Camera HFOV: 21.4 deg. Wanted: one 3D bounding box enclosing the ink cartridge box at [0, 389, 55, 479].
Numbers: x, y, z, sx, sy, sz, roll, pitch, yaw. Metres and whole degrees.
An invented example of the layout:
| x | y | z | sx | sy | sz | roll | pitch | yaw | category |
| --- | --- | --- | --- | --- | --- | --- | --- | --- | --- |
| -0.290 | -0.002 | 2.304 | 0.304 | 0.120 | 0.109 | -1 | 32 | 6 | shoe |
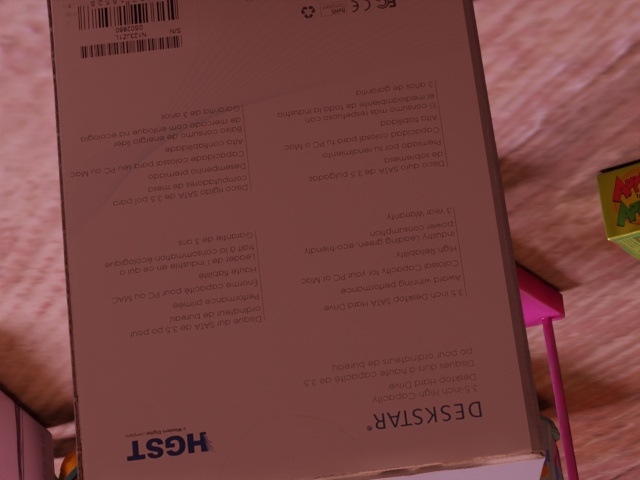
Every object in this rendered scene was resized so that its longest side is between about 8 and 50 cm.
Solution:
| x | y | z | sx | sy | sz | roll | pitch | yaw | category |
| --- | --- | --- | --- | --- | --- | --- | --- | --- | --- |
| -0.329 | 0.184 | 1.298 | 0.198 | 0.115 | 0.273 | -8 | 161 | 3 | ink cartridge box |

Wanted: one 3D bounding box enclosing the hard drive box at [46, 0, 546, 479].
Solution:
| x | y | z | sx | sy | sz | roll | pitch | yaw | category |
| --- | --- | --- | --- | --- | --- | --- | --- | --- | --- |
| -0.013 | -0.001 | 0.713 | 0.181 | 0.232 | 0.089 | -7 | 160 | 2 | hard drive box |

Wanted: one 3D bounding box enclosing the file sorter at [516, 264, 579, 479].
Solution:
| x | y | z | sx | sy | sz | roll | pitch | yaw | category |
| --- | --- | --- | --- | --- | --- | --- | --- | --- | --- |
| 0.012 | 0.133 | 1.170 | 0.290 | 0.182 | 0.202 | -16 | 158 | 24 | file sorter |

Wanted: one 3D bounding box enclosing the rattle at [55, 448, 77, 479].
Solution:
| x | y | z | sx | sy | sz | roll | pitch | yaw | category |
| --- | --- | --- | --- | --- | --- | --- | --- | --- | --- |
| -0.293 | 0.207 | 1.453 | 0.199 | 0.130 | 0.143 | 23 | 145 | -3 | rattle |

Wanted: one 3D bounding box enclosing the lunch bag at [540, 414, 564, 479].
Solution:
| x | y | z | sx | sy | sz | roll | pitch | yaw | category |
| --- | --- | --- | --- | --- | --- | --- | --- | --- | --- |
| 0.073 | 0.203 | 1.500 | 0.224 | 0.108 | 0.279 | -14 | 158 | 31 | lunch bag |

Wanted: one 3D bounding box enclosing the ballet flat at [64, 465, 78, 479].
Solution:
| x | y | z | sx | sy | sz | roll | pitch | yaw | category |
| --- | --- | --- | --- | --- | --- | --- | --- | --- | --- |
| -0.099 | 0.255 | 1.508 | 0.139 | 0.139 | 0.400 | -12 | 165 | 14 | ballet flat |

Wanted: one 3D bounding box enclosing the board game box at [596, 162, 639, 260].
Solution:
| x | y | z | sx | sy | sz | roll | pitch | yaw | category |
| --- | --- | --- | --- | --- | --- | --- | --- | --- | --- |
| 0.249 | -0.010 | 1.056 | 0.092 | 0.043 | 0.181 | -17 | 158 | 26 | board game box |
